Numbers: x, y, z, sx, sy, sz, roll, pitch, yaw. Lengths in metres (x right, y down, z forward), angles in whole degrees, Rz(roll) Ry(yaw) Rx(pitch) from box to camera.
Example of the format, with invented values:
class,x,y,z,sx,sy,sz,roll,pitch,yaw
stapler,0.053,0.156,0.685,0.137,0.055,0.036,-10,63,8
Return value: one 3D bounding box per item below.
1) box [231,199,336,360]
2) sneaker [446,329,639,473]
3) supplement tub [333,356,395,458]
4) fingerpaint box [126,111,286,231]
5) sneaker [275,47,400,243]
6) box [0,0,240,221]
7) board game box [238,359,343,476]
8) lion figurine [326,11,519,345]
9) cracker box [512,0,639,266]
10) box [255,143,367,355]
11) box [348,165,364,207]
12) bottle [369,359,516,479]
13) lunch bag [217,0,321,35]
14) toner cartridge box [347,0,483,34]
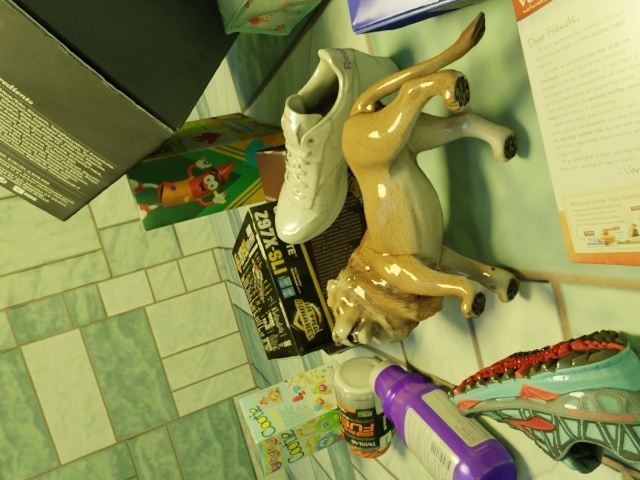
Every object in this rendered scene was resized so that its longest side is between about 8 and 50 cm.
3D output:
class,x,y,z,sx,sy,sz,roll,pitch,yaw
box,-0.084,0.094,0.906,0.322,0.079,0.257,134,119,-68
sneaker,0.230,0.187,0.501,0.125,0.104,0.262,65,159,15
supplement tub,0.093,0.348,0.983,0.117,0.117,0.190,37,140,59
fingerpaint box,-0.312,-0.201,1.232,0.445,0.371,0.163,37,140,58
sneaker,-0.015,-0.129,0.672,0.114,0.152,0.305,47,122,36
box,-0.410,-0.355,0.903,0.472,0.479,0.297,-21,131,42
board game box,-0.049,0.448,1.212,0.144,0.276,0.142,-132,31,-51
lion figurine,0.094,-0.039,0.563,0.240,0.142,0.391,15,116,47
cracker box,0.229,-0.099,0.315,0.156,0.067,0.232,2,109,69
box,0.000,0.000,0.916,0.191,0.143,0.381,25,131,65
box,0.090,-0.077,0.717,0.169,0.059,0.054,57,153,38
bottle,0.175,0.292,0.750,0.283,0.092,0.118,-143,41,-59
lunch bag,-0.067,-0.459,0.685,0.262,0.160,0.223,-12,92,59
toner cartridge box,0.078,-0.383,0.413,0.165,0.075,0.347,9,116,49
